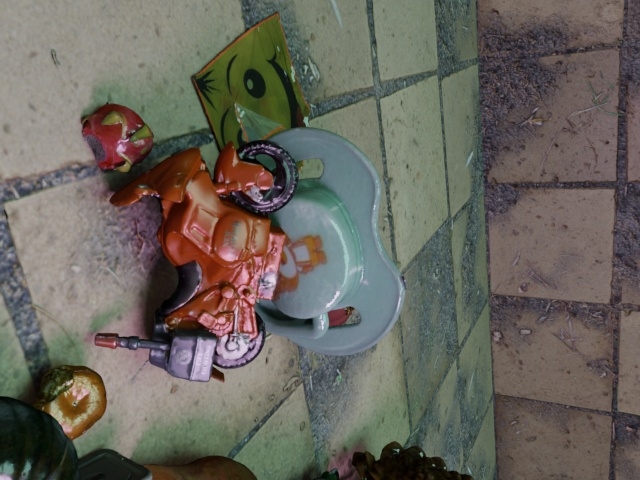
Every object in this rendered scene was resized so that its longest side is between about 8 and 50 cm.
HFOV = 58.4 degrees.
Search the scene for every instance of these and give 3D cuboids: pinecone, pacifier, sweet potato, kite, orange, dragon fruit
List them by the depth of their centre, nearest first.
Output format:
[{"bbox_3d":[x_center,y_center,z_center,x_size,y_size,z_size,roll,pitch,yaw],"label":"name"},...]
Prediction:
[{"bbox_3d":[-0.278,0.178,0.627,0.086,0.062,0.086,10,76,-46],"label":"orange"},{"bbox_3d":[-0.237,-0.118,0.680,0.056,0.060,0.083,-56,140,-48],"label":"dragon fruit"},{"bbox_3d":[-0.142,0.376,0.824,0.336,0.131,0.131,31,65,-58],"label":"sweet potato"},{"bbox_3d":[0.000,0.000,0.889,0.269,0.288,0.344,-24,105,-63],"label":"pacifier"},{"bbox_3d":[-0.104,-0.215,0.958,0.327,0.013,0.378,10,84,-60],"label":"kite"},{"bbox_3d":[0.172,0.660,1.235,0.384,0.384,0.385,-8,99,-60],"label":"pinecone"}]

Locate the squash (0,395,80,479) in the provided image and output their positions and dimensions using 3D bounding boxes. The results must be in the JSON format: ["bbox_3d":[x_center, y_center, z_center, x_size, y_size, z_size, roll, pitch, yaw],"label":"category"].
[{"bbox_3d":[-0.304,0.233,0.472,0.218,0.172,0.218,37,35,-31],"label":"squash"}]

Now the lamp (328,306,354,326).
[{"bbox_3d":[0.004,0.077,1.060,0.182,0.139,0.182,13,90,-76],"label":"lamp"}]

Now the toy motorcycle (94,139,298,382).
[{"bbox_3d":[-0.158,0.023,0.722,0.148,0.221,0.326,-129,-130,-72],"label":"toy motorcycle"}]

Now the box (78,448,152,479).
[{"bbox_3d":[-0.261,0.299,0.644,0.122,0.089,0.062,-15,115,-59],"label":"box"}]

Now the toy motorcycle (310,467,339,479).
[{"bbox_3d":[-0.014,0.570,1.073,0.187,0.124,0.275,50,49,-62],"label":"toy motorcycle"}]
